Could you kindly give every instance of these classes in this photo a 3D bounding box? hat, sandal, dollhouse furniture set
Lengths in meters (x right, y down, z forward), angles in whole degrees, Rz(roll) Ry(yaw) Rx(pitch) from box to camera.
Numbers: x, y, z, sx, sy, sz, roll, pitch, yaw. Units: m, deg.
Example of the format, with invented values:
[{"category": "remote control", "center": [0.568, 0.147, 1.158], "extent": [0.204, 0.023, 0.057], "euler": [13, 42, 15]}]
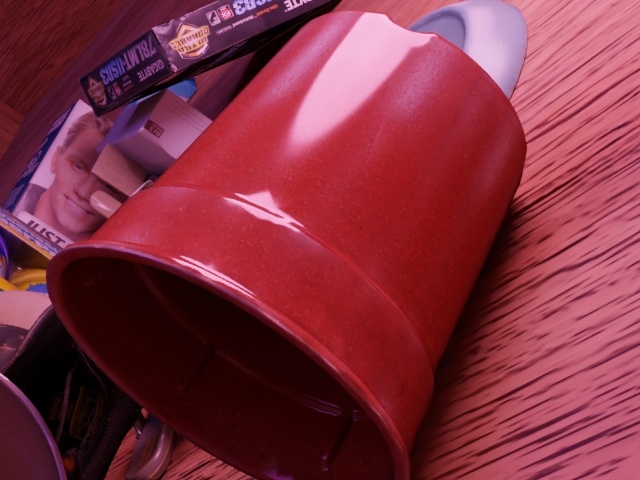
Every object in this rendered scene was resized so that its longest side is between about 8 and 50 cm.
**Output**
[{"category": "hat", "center": [-0.281, 0.152, 1.052], "extent": [0.331, 0.134, 0.331], "euler": [-54, -20, -30]}, {"category": "sandal", "center": [-0.172, 0.172, 1.219], "extent": [0.072, 0.049, 0.180], "euler": [-40, 24, 34]}, {"category": "dollhouse furniture set", "center": [-0.323, -0.029, 1.773], "extent": [0.151, 0.123, 0.144], "euler": [-30, 31, 49]}]

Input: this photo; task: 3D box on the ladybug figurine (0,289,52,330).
[{"category": "ladybug figurine", "center": [-0.375, 0.272, 1.262], "extent": [0.305, 0.162, 0.449], "euler": [20, 71, 25]}]

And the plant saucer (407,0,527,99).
[{"category": "plant saucer", "center": [0.067, -0.106, 1.136], "extent": [0.317, 0.044, 0.317], "euler": [-46, 22, 24]}]

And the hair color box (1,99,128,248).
[{"category": "hair color box", "center": [-0.403, -0.031, 1.884], "extent": [0.105, 0.174, 0.347], "euler": [-26, 35, 52]}]

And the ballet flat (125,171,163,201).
[{"category": "ballet flat", "center": [-0.248, -0.024, 1.674], "extent": [0.074, 0.074, 0.203], "euler": [-38, 26, 39]}]

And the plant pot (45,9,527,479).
[{"category": "plant pot", "center": [0.000, 0.000, 0.838], "extent": [0.272, 0.272, 0.265], "euler": [-21, 30, 57]}]

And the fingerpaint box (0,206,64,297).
[{"category": "fingerpaint box", "center": [-0.472, 0.048, 1.518], "extent": [0.163, 0.445, 0.371], "euler": [-51, 20, 6]}]

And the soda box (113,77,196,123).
[{"category": "soda box", "center": [-0.307, -0.215, 2.107], "extent": [0.210, 0.071, 0.067], "euler": [-49, 21, 15]}]

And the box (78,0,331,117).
[{"category": "box", "center": [-0.156, -0.281, 1.679], "extent": [0.293, 0.073, 0.295], "euler": [-31, 8, -30]}]

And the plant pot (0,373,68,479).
[{"category": "plant pot", "center": [-0.290, 0.233, 0.783], "extent": [0.191, 0.284, 0.284], "euler": [91, -164, -54]}]

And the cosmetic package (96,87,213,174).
[{"category": "cosmetic package", "center": [-0.236, -0.144, 1.772], "extent": [0.085, 0.117, 0.231], "euler": [-61, 22, -17]}]

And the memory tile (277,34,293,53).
[{"category": "memory tile", "center": [-0.052, -0.231, 1.646], "extent": [0.113, 0.012, 0.148], "euler": [-55, 21, 0]}]
